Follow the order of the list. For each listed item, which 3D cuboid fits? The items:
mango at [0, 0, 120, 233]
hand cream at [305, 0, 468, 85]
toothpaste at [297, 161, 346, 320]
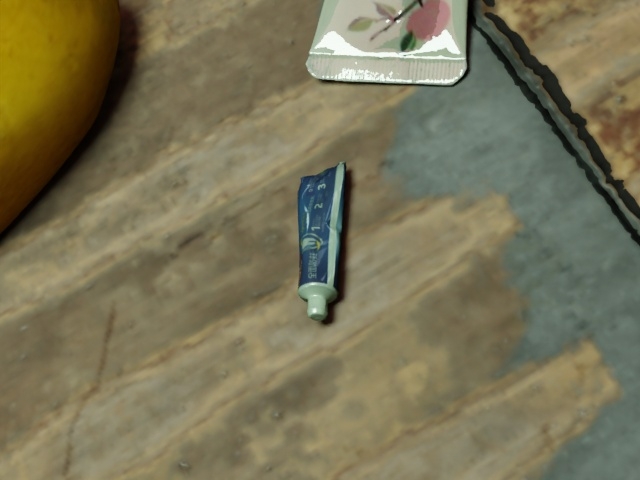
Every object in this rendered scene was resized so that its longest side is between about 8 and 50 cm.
[{"bbox_3d":[-0.251,-0.049,0.896,0.350,0.199,0.201,-27,85,-14],"label":"mango"},{"bbox_3d":[0.049,-0.185,0.955,0.080,0.050,0.234,4,69,15],"label":"hand cream"},{"bbox_3d":[0.000,0.000,0.877,0.027,0.019,0.083,-18,52,27],"label":"toothpaste"}]
